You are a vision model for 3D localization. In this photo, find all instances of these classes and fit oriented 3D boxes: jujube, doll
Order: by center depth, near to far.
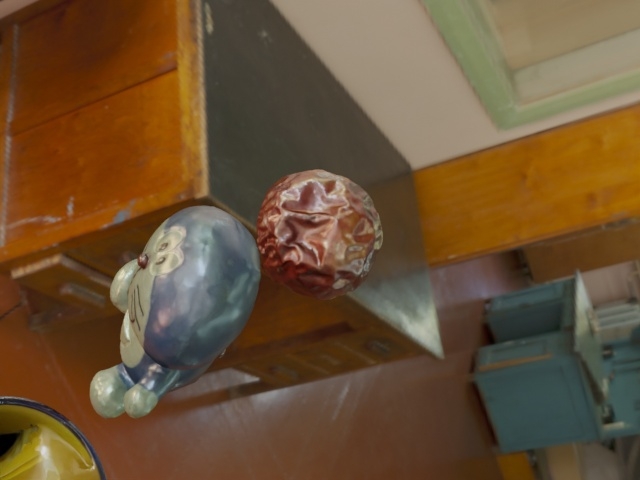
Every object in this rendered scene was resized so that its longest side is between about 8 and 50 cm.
[{"bbox_3d":[-0.158,0.074,0.909,0.258,0.153,0.228,120,-19,-54],"label":"doll"},{"bbox_3d":[0.000,0.000,1.393,0.342,0.216,0.216,92,-15,-83],"label":"jujube"}]

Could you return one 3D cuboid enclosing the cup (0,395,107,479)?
[{"bbox_3d":[-0.349,0.274,0.697,0.178,0.256,0.255,55,37,-13],"label":"cup"}]
